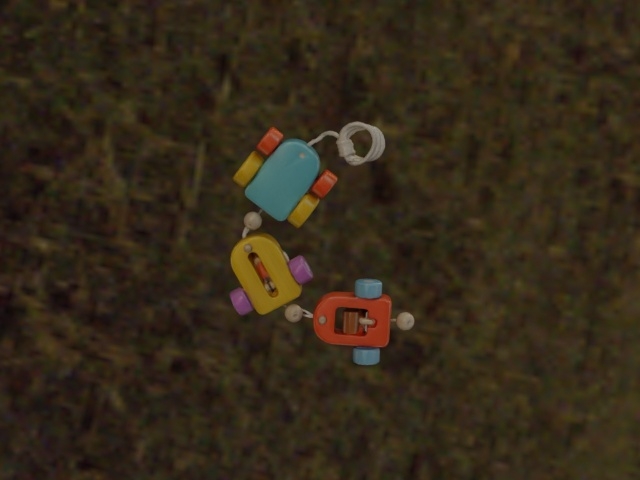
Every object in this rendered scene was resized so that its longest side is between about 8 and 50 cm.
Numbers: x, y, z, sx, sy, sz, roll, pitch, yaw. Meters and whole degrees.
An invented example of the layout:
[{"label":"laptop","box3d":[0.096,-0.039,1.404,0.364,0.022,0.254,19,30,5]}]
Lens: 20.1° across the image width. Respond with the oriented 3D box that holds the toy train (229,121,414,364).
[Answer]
[{"label":"toy train","box3d":[0.000,0.000,1.230,0.046,0.125,0.166,-75,163,-79]}]
